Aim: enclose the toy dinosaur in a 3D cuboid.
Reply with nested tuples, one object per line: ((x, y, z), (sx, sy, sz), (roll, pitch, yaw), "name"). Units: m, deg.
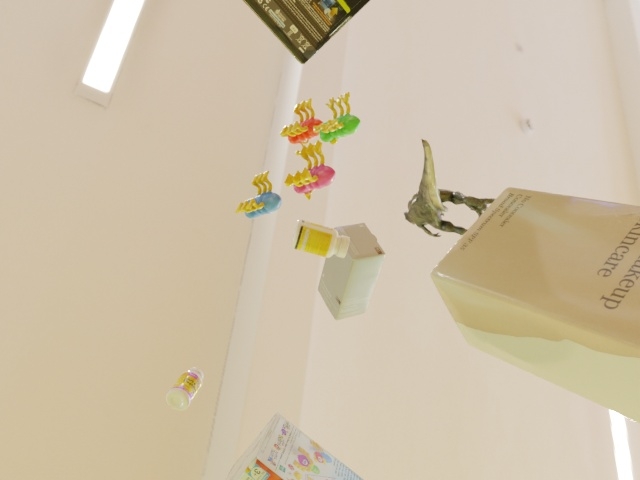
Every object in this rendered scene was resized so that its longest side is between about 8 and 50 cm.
((0.179, -0.048, 0.798), (0.118, 0.268, 0.064), (30, -103, 13), "toy dinosaur")

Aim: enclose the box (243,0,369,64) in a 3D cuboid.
((-0.035, -0.383, 0.643), (0.270, 0.216, 0.060), (41, -166, -30), "box")

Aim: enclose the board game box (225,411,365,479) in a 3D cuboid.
((-0.016, 0.439, 0.878), (0.275, 0.142, 0.144), (38, -165, 1), "board game box")

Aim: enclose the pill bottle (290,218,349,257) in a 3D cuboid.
((0.000, 0.000, 1.161), (0.116, 0.065, 0.065), (15, -119, -4), "pill bottle")

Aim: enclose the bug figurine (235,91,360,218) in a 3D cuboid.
((-0.034, -0.144, 0.973), (0.072, 0.216, 0.279), (44, -123, -29), "bug figurine")

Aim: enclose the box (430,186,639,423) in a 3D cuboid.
((0.265, 0.059, 0.468), (0.148, 0.311, 0.121), (-45, -58, -18), "box")

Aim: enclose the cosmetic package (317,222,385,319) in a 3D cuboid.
((0.077, 0.083, 1.446), (0.107, 0.238, 0.127), (-12, -135, -22), "cosmetic package")

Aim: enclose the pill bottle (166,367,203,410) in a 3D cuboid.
((-0.236, 0.259, 0.968), (0.043, 0.043, 0.083), (49, -160, -8), "pill bottle")
